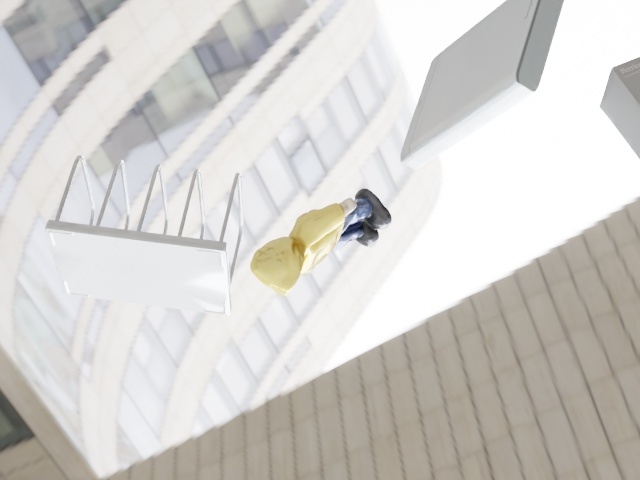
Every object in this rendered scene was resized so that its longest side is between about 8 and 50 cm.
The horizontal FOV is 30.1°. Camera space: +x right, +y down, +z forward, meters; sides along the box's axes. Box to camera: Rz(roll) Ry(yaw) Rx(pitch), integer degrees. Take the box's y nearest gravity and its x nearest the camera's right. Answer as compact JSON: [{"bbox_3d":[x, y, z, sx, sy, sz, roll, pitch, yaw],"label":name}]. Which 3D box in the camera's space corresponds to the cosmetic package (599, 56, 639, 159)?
[{"bbox_3d":[0.514,-0.155,1.681,0.127,0.107,0.238,-24,-115,-13],"label":"cosmetic package"}]

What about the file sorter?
[{"bbox_3d":[-0.271,-0.015,1.915,0.278,0.193,0.173,7,-124,3],"label":"file sorter"}]

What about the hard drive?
[{"bbox_3d":[0.260,-0.274,1.944,0.353,0.047,0.233,-32,-146,59],"label":"hard drive"}]

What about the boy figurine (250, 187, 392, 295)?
[{"bbox_3d":[0.000,0.000,1.936,0.285,0.092,0.177,-31,162,-49],"label":"boy figurine"}]
